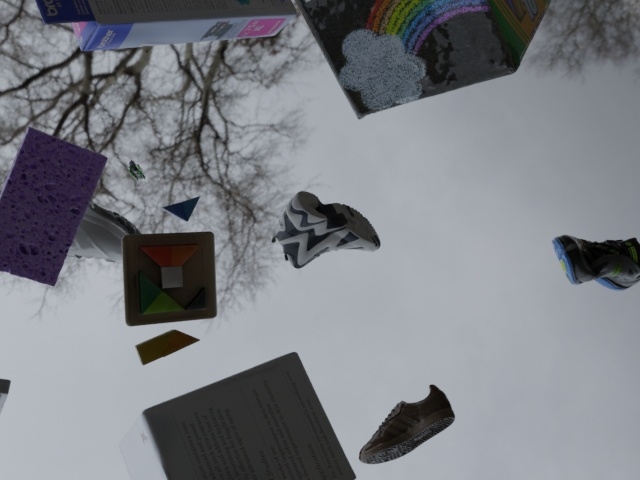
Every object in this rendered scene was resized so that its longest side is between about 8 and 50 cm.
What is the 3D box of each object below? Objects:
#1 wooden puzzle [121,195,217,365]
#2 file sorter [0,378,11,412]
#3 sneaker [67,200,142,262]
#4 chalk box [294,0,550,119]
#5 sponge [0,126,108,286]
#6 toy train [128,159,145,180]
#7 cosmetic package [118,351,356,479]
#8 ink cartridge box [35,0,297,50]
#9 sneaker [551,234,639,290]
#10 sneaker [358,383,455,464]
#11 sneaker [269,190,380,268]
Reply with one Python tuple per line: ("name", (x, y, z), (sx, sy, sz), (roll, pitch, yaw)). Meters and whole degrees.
("wooden puzzle", (-0.110, 0.029, 0.506), (0.078, 0.014, 0.116), (-11, -84, -30))
("file sorter", (-0.519, 0.284, 0.843), (0.192, 0.278, 0.173), (13, -125, -25))
("sneaker", (-0.479, -0.011, 1.436), (0.297, 0.129, 0.111), (37, -179, -26))
("chalk box", (0.072, -0.297, 0.636), (0.289, 0.180, 0.179), (60, -138, -25))
("sponge", (-0.406, -0.048, 0.990), (0.117, 0.031, 0.210), (23, -89, -29))
("toy train", (-0.316, -0.120, 1.168), (0.017, 0.083, 0.024), (-14, -94, -6))
("cosmetic package", (-0.203, 0.508, 1.567), (0.393, 0.327, 0.329), (-16, -109, -32))
("ink cartridge box", (-0.189, -0.309, 0.745), (0.311, 0.065, 0.186), (-19, -96, -42))
("sneaker", (0.359, 0.019, 0.856), (0.188, 0.078, 0.067), (11, -125, -37))
("sneaker", (0.141, 0.316, 1.159), (0.066, 0.188, 0.071), (38, -155, -45))
("sneaker", (0.000, 0.000, 1.393), (0.235, 0.153, 0.094), (16, -138, -41))
